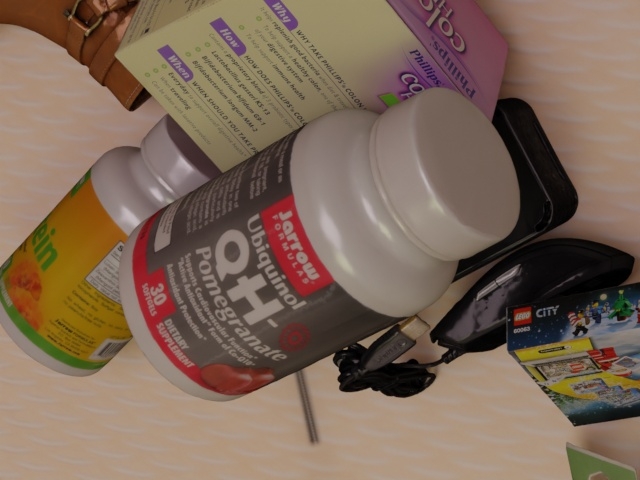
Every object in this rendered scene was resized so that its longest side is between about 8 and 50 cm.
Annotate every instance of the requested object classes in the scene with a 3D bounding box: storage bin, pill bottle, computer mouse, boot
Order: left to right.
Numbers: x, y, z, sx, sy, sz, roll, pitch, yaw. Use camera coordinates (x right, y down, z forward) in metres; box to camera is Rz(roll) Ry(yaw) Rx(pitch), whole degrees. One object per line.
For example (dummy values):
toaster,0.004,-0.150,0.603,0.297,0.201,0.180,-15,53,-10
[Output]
boot,-0.236,-0.208,1.755,0.283,0.109,0.220,-37,86,15
pill bottle,-0.181,0.000,1.727,0.245,0.136,0.136,-45,79,21
pill bottle,0.000,0.000,1.516,0.318,0.176,0.176,-28,85,36
storage bin,0.116,-0.034,1.624,0.180,0.084,0.122,-29,85,23
computer mouse,0.127,0.054,1.583,0.262,0.184,0.060,-31,71,23

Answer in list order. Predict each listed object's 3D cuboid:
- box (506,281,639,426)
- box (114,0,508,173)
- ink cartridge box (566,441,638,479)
box,0.288,0.086,1.528,0.233,0.159,0.044,-12,58,24
box,-0.005,-0.161,1.571,0.243,0.117,0.213,-22,123,34
ink cartridge box,0.273,0.287,1.553,0.056,0.171,0.235,-10,93,-12
